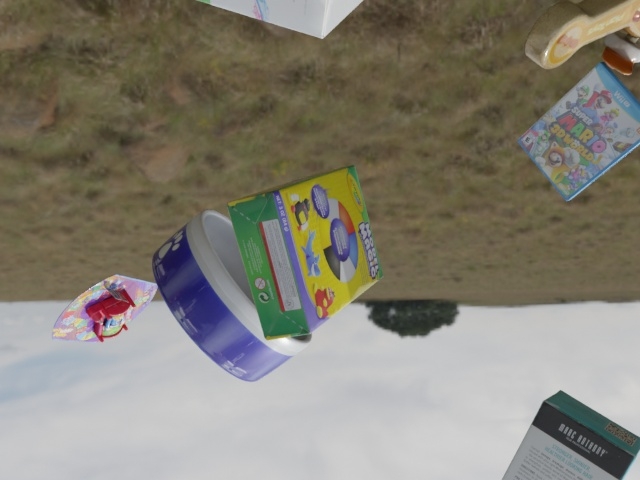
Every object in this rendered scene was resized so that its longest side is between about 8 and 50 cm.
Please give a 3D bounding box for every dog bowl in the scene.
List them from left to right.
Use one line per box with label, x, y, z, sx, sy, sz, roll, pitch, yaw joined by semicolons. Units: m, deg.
dog bowl;-0.134;0.084;1.148;0.104;0.265;0.265;-38;169;10

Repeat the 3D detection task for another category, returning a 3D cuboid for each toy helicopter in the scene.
toy helicopter;0.403;-0.305;0.981;0.355;0.140;0.235;-28;152;-22

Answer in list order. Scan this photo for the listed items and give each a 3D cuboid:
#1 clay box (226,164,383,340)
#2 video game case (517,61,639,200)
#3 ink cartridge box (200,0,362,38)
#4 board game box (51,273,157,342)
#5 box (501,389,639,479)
clay box;0.000;0.000;0.721;0.053;0.127;0.222;-11;-172;27
video game case;0.372;-0.150;1.041;0.015;0.119;0.166;-21;160;-45
ink cartridge box;-0.057;-0.360;0.967;0.213;0.093;0.154;19;-137;14
board game box;-0.298;0.111;1.053;0.133;0.033;0.169;-43;160;6
box;0.236;0.290;0.781;0.101;0.244;0.060;31;-162;28
